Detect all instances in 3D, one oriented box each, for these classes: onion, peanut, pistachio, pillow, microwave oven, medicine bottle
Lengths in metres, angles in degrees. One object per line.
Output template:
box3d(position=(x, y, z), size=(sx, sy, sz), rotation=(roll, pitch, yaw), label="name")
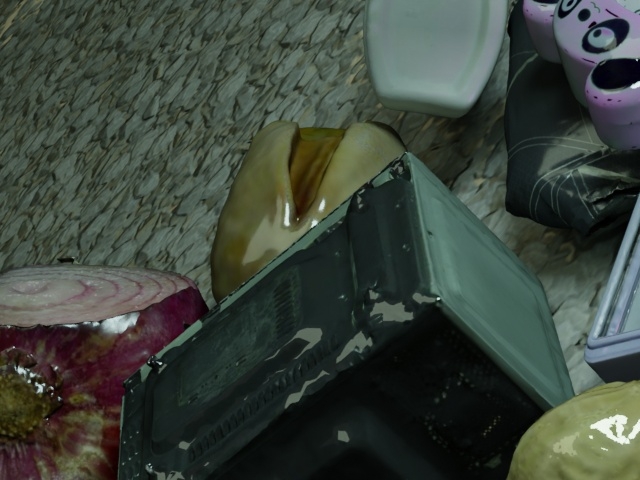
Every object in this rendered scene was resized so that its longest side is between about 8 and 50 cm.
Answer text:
box3d(position=(-0.213, 0.145, 1.616), size=(0.256, 0.230, 0.272), rotation=(5, 8, 33), label="onion")
box3d(position=(0.142, 0.167, 1.120), size=(0.236, 0.120, 0.110), rotation=(-38, 58, 7), label="peanut")
box3d(position=(0.000, 0.000, 1.589), size=(0.166, 0.197, 0.288), rotation=(7, 28, 8), label="pistachio")
box3d(position=(0.214, -0.115, 1.472), size=(0.161, 0.092, 0.335), rotation=(-29, 30, 27), label="pillow")
box3d(position=(0.008, 0.114, 1.351), size=(0.295, 0.181, 0.237), rotation=(-38, 24, 18), label="microwave oven")
box3d(position=(0.106, -0.221, 1.688), size=(0.324, 0.124, 0.179), rotation=(-77, -7, -75), label="medicine bottle")

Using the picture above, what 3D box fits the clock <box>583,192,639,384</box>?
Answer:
box3d(position=(0.261, 0.013, 1.219), size=(0.144, 0.073, 0.193), rotation=(-19, 36, 46), label="clock")

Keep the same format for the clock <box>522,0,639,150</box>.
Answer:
box3d(position=(0.282, -0.170, 1.350), size=(0.248, 0.090, 0.227), rotation=(-25, 36, 0), label="clock")
